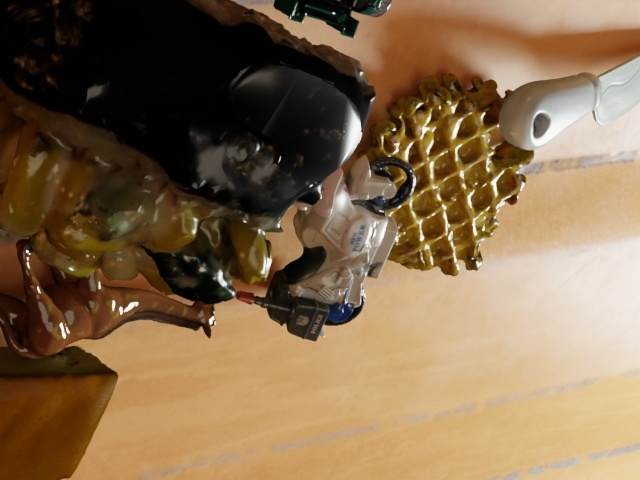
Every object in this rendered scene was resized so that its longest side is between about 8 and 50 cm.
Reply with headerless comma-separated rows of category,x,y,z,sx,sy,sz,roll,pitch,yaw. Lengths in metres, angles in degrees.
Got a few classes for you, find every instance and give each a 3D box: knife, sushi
knife,0.311,-0.162,2.170,0.331,0.044,0.080,-22,124,-42
sushi,-0.144,-0.085,1.706,0.328,0.328,0.285,20,97,-47

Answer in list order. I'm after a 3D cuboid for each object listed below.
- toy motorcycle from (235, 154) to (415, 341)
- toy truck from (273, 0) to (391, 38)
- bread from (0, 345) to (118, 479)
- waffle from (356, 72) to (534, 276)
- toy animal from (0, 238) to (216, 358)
toy motorcycle,0.000,0.000,2.022,0.150,0.102,0.221,10,120,-20
toy truck,0.014,-0.307,1.831,0.110,0.116,0.216,10,103,-43
bread,-0.374,0.171,1.855,0.361,0.077,0.138,0,123,-37
waffle,0.129,-0.069,2.117,0.231,0.051,0.229,10,114,-41
toy animal,-0.209,0.051,1.923,0.224,0.066,0.230,-42,126,-26
